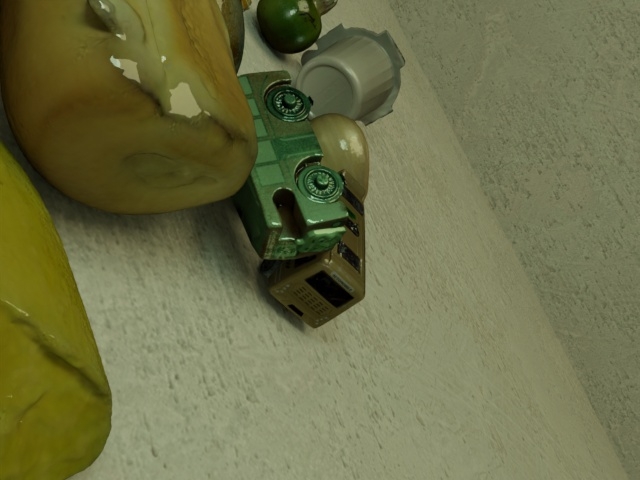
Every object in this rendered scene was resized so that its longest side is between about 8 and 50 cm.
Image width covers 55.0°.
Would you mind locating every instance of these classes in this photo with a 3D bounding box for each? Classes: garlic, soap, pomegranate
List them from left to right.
[{"bbox_3d":[-0.345,0.030,0.525,0.306,0.115,0.427,-14,75,-59],"label":"soap"},{"bbox_3d":[-0.056,-0.571,1.545,0.179,0.210,0.180,59,11,-19],"label":"pomegranate"},{"bbox_3d":[0.041,-0.190,1.435,0.164,0.146,0.244,83,-15,-77],"label":"garlic"}]

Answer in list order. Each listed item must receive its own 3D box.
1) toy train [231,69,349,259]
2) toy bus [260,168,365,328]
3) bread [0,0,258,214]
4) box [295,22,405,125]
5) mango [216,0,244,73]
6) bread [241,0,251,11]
[{"bbox_3d":[-0.070,-0.123,0.961,0.160,0.129,0.326,-12,66,-21],"label":"toy train"},{"bbox_3d":[0.000,0.000,1.105,0.139,0.157,0.289,44,30,-28],"label":"toy bus"},{"bbox_3d":[-0.255,-0.226,0.789,0.348,0.253,0.375,23,46,-60],"label":"bread"},{"bbox_3d":[0.038,-0.410,1.559,0.291,0.262,0.206,24,35,14],"label":"box"},{"bbox_3d":[-0.203,-0.411,1.090,0.193,0.146,0.316,-171,-92,-84],"label":"mango"},{"bbox_3d":[-0.263,-0.541,1.264,0.246,0.111,0.239,51,29,-18],"label":"bread"}]
